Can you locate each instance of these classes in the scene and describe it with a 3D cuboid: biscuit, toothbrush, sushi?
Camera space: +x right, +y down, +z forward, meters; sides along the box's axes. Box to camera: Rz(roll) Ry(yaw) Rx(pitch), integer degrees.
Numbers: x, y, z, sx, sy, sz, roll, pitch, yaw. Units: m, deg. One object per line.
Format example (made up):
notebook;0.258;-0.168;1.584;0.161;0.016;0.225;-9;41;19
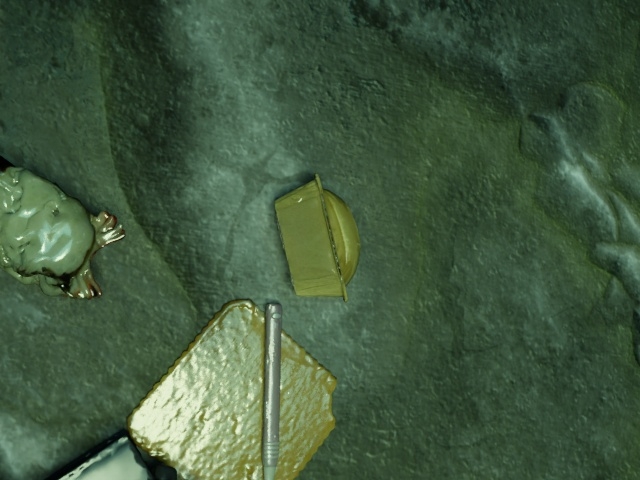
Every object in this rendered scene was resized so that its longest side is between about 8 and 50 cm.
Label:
biscuit;-0.102;0.229;0.946;0.232;0.013;0.237;43;74;-9
toothbrush;-0.063;0.260;0.933;0.024;0.029;0.354;5;82;-31
sushi;-0.392;-0.039;0.821;0.332;0.130;0.124;26;77;-13

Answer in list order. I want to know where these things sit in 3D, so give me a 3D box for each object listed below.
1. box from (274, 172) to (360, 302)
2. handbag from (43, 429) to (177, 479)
box;0.000;0.000;0.958;0.111;0.111;0.177;-14;89;-18
handbag;-0.270;0.424;0.815;0.329;0.122;0.304;-32;91;-18
